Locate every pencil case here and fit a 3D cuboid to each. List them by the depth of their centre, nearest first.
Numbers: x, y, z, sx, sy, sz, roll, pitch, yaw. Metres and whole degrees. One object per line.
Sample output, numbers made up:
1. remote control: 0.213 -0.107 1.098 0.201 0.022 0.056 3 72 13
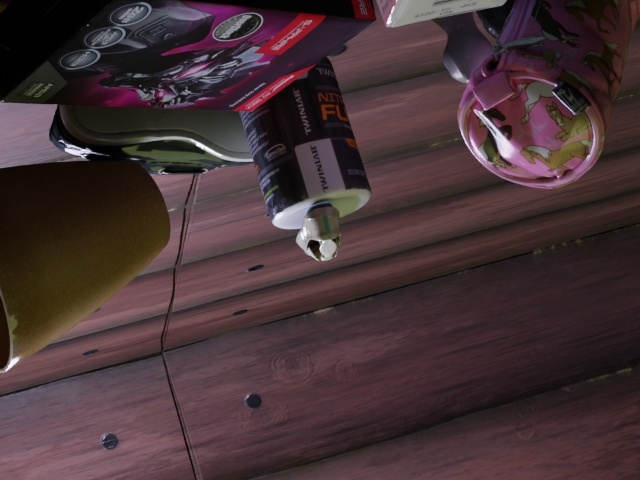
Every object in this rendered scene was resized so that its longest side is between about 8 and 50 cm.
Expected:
1. pencil case: 0.275 -0.237 1.673 0.160 0.386 0.167 20 138 7

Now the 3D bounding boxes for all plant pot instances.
1. plant pot: -0.319 0.000 1.786 0.254 0.237 0.237 -25 171 -31

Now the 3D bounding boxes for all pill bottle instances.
1. pill bottle: -0.031 -0.148 1.842 0.130 0.245 0.130 -16 167 -4

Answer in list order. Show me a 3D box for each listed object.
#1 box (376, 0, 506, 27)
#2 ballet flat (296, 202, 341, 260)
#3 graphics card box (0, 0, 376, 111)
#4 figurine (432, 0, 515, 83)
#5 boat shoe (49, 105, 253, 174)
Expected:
1. box: 0.096 -0.334 1.348 0.127 0.232 0.148 -14 164 -15
2. ballet flat: 0.000 0.000 1.827 0.057 0.052 0.168 -16 167 -3
3. graphics card box: -0.146 -0.231 1.601 0.371 0.094 0.233 -1 158 -46
4. figurine: 0.196 -0.262 1.769 0.092 0.209 0.215 -29 161 35
5. boat shoe: -0.192 -0.140 1.920 0.340 0.127 0.113 -5 161 -36
